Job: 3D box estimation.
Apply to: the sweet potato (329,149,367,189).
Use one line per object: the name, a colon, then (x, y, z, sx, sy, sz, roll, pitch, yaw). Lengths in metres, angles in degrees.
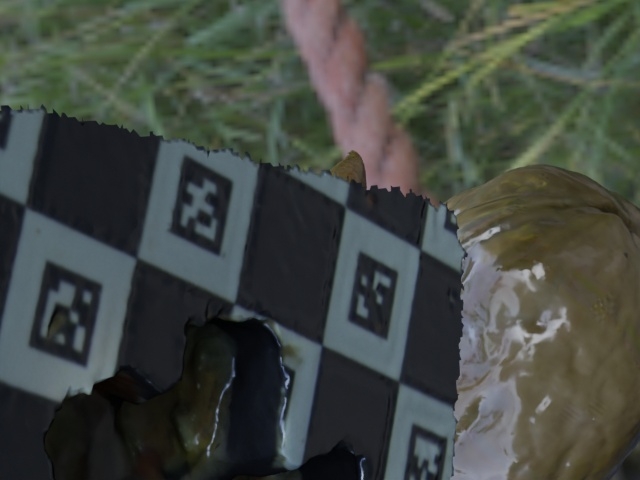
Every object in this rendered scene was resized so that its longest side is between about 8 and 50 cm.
sweet potato: (0.002, -0.003, 1.176, 0.044, 0.179, 0.044, 9, 125, 13)

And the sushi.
sushi: (-0.037, 0.070, 0.520, 0.040, 0.210, 0.192, -1, 81, 36)

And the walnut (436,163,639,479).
walnut: (0.088, 0.047, 0.878, 0.166, 0.149, 0.166, -49, 31, 44)
